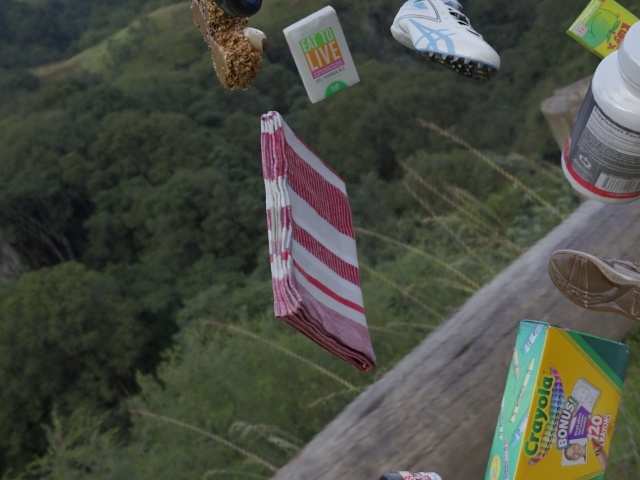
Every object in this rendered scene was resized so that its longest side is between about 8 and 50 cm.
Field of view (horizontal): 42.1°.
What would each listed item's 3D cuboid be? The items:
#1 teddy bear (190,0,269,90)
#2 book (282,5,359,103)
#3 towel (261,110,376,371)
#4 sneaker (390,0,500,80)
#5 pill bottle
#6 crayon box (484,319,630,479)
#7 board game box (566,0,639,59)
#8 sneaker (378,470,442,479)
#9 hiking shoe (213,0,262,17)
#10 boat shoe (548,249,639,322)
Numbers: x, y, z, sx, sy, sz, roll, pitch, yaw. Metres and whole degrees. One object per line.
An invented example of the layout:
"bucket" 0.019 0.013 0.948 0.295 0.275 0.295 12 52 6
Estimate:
"teddy bear" -0.195 -0.469 1.659 0.113 0.338 0.245 -20 -28 -15
"book" 0.002 -0.327 1.472 0.096 0.144 0.035 -28 36 -4
"towel" 0.000 0.000 1.167 0.037 0.237 0.328 -21 56 22
"sneaker" 0.158 -0.263 1.042 0.086 0.085 0.237 -62 28 17
"pill bottle" 0.532 -0.216 1.406 0.176 0.176 0.318 -35 -25 -20
"crayon box" 0.378 0.281 1.326 0.081 0.166 0.278 -179 103 -70
"board game box" 0.572 -0.381 1.580 0.092 0.181 0.043 -53 -1 10
"sneaker" 0.161 0.576 1.742 0.145 0.270 0.090 4 42 -24
"hiking shoe" -0.080 -0.402 1.054 0.132 0.304 0.113 11 56 6
"boat shoe" 0.681 0.101 1.888 0.123 0.123 0.342 -7 18 -37
